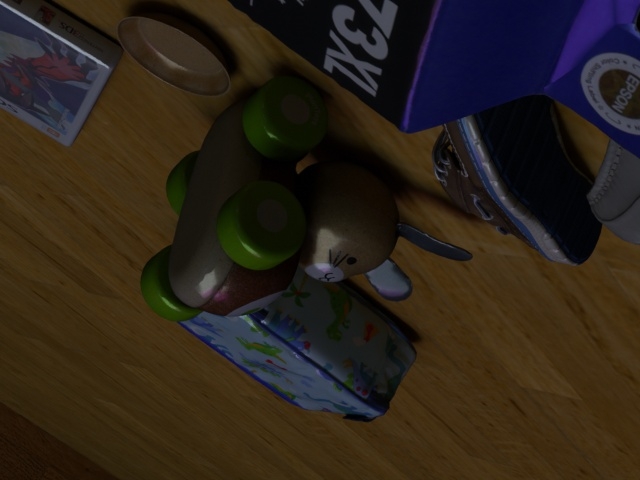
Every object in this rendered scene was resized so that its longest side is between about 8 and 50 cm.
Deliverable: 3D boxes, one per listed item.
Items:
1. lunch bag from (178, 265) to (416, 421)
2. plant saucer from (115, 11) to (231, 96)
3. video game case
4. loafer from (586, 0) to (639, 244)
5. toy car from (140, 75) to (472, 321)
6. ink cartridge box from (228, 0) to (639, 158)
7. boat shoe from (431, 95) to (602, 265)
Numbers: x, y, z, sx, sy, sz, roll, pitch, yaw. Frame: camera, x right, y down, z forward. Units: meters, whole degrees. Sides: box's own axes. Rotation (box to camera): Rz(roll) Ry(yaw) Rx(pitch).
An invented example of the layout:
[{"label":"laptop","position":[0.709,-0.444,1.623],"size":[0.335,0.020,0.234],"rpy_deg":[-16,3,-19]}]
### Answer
[{"label":"lunch bag","position":[-0.035,0.078,1.133],"size":[0.219,0.090,0.176],"rpy_deg":[39,159,-28]},{"label":"plant saucer","position":[-0.093,-0.124,0.810],"size":[0.083,0.015,0.083],"rpy_deg":[23,160,9]},{"label":"video game case","position":[-0.248,-0.149,0.929],"size":[0.183,0.023,0.201],"rpy_deg":[31,159,-11]},{"label":"loafer","position":[0.147,-0.098,0.460],"size":[0.111,0.112,0.319],"rpy_deg":[30,154,11]},{"label":"toy car","position":[0.000,0.000,0.844],"size":[0.188,0.149,0.155],"rpy_deg":[22,152,-22]},{"label":"ink cartridge box","position":[-0.018,-0.157,0.409],"size":[0.371,0.069,0.176],"rpy_deg":[36,152,12]},{"label":"boat shoe","position":[0.098,-0.041,0.703],"size":[0.066,0.066,0.183],"rpy_deg":[13,156,37]}]
